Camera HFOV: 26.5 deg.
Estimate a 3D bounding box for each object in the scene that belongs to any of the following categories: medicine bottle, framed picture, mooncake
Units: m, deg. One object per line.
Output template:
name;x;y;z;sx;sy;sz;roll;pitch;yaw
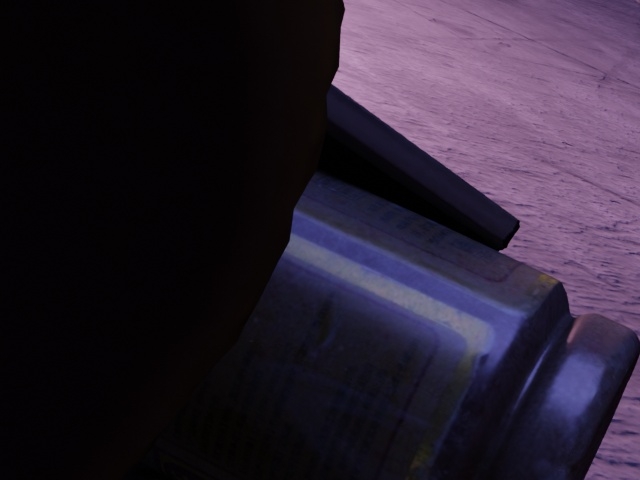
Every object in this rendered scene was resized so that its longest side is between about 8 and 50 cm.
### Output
medicine bottle;-0.036;0.035;0.599;0.322;0.151;0.151;26;21;16
framed picture;-0.030;-0.032;0.689;0.192;0.018;0.265;34;-18;-9
mooncake;-0.206;-0.082;0.399;0.394;0.393;0.246;31;18;-15
